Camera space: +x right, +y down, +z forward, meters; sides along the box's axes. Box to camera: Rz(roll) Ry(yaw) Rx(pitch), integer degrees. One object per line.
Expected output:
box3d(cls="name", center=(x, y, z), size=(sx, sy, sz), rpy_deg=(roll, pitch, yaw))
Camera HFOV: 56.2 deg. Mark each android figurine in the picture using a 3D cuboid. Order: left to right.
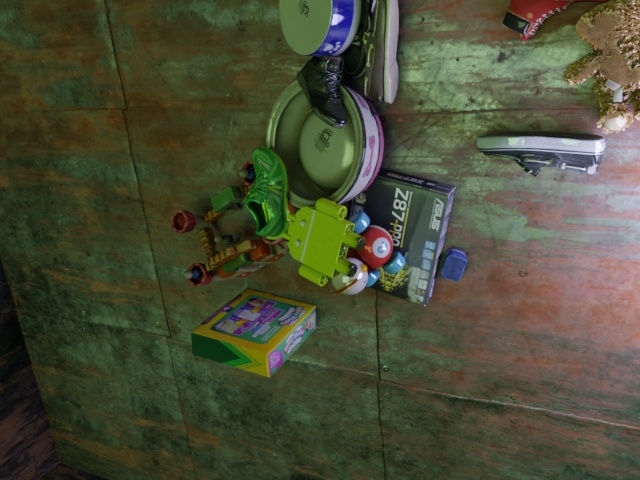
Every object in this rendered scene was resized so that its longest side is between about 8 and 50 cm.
box3d(cls="android figurine", center=(0.000, 0.000, 1.749), size=(0.272, 0.056, 0.248), rpy_deg=(27, 109, 31))

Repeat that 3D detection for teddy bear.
box3d(cls="teddy bear", center=(0.746, -0.431, 1.494), size=(0.338, 0.113, 0.245), rpy_deg=(49, 134, -10))

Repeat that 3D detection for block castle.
box3d(cls="block castle", center=(-0.308, -0.044, 2.074), size=(0.453, 0.212, 0.303), rpy_deg=(-28, 74, 30))

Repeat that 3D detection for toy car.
box3d(cls="toy car", center=(0.111, 0.080, 1.808), size=(0.210, 0.238, 0.219), rpy_deg=(-30, 113, 34))

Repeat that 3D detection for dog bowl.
box3d(cls="dog bowl", center=(-0.006, -0.664, 1.717), size=(0.264, 0.104, 0.265), rpy_deg=(24, 120, 50))
box3d(cls="dog bowl", center=(0.018, -0.293, 1.836), size=(0.407, 0.150, 0.408), rpy_deg=(6, 98, 43))

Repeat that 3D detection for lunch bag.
box3d(cls="lunch bag", center=(0.419, 0.077, 1.896), size=(0.067, 0.065, 0.099), rpy_deg=(18, 118, 3))

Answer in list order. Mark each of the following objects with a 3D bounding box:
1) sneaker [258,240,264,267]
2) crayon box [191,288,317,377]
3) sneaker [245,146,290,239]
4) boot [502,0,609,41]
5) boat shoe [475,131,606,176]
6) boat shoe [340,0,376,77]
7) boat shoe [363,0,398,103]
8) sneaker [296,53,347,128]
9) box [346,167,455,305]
box3d(cls="sneaker", center=(-0.193, 0.040, 2.185), size=(0.087, 0.092, 0.228), rpy_deg=(49, 123, 3))
box3d(cls="crayon box", center=(-0.229, 0.321, 2.159), size=(0.312, 0.363, 0.106), rpy_deg=(12, 116, 23))
box3d(cls="sneaker", center=(-0.167, -0.149, 1.837), size=(0.109, 0.123, 0.296), rpy_deg=(-17, 80, 43))
box3d(cls="boot", center=(0.595, -0.583, 1.518), size=(0.244, 0.088, 0.176), rpy_deg=(21, 123, 23))
box3d(cls="boat shoe", center=(0.592, -0.231, 1.639), size=(0.334, 0.121, 0.119), rpy_deg=(7, 110, 23))
box3d(cls="boat shoe", center=(0.097, -0.625, 1.751), size=(0.114, 0.091, 0.303), rpy_deg=(13, 116, 23))
box3d(cls="boat shoe", center=(0.167, -0.548, 1.706), size=(0.096, 0.117, 0.325), rpy_deg=(11, 133, 18))
box3d(cls="sneaker", center=(0.022, -0.422, 1.655), size=(0.130, 0.087, 0.228), rpy_deg=(-48, 58, 42))
box3d(cls="box", center=(0.237, -0.019, 1.932), size=(0.318, 0.097, 0.395), rpy_deg=(17, 117, 19))
